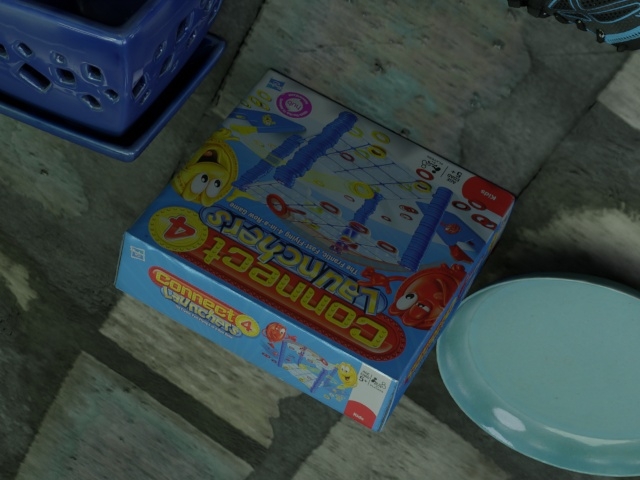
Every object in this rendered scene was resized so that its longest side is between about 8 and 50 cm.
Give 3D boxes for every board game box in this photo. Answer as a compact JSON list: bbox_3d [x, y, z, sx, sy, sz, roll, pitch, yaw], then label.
[{"bbox_3d":[0.000,0.000,1.694,0.308,0.302,0.086,28,137,9],"label":"board game box"}]

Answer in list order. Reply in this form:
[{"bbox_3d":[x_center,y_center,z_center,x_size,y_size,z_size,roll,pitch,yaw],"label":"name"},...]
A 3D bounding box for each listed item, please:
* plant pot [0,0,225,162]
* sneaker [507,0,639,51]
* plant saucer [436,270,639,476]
[{"bbox_3d":[-0.234,-0.228,1.707,0.236,0.236,0.212,21,142,16],"label":"plant pot"},{"bbox_3d":[0.235,-0.226,1.470,0.340,0.125,0.140,7,132,30],"label":"sneaker"},{"bbox_3d":[0.283,0.139,1.794,0.317,0.044,0.318,14,139,13],"label":"plant saucer"}]
